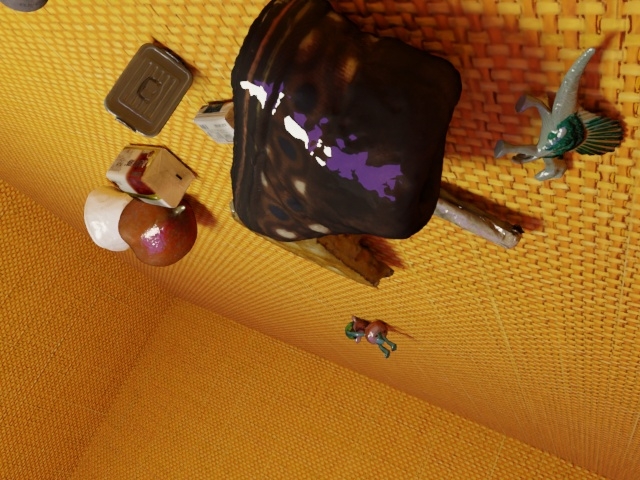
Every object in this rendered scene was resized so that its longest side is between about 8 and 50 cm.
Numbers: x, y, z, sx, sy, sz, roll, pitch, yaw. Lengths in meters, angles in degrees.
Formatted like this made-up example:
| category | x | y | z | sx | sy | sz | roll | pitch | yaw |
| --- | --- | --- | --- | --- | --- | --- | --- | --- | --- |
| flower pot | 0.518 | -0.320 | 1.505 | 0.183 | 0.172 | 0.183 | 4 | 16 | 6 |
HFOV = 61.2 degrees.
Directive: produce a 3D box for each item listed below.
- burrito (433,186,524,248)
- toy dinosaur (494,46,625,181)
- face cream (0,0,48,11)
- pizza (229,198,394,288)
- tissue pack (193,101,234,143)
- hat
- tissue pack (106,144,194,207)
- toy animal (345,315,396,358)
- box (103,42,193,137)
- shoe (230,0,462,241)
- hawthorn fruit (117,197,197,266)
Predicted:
| category | x | y | z | sx | sy | sz | roll | pitch | yaw |
| --- | --- | --- | --- | --- | --- | --- | --- | --- | --- |
| burrito | 0.193 | -0.036 | 0.736 | 0.171 | 0.042 | 0.051 | 29 | -167 | 11 |
| toy dinosaur | 0.235 | -0.104 | 0.510 | 0.106 | 0.044 | 0.187 | 16 | 151 | -9 |
| face cream | -0.320 | -0.338 | 0.586 | 0.073 | 0.073 | 0.283 | 36 | 160 | -25 |
| pizza | -0.019 | -0.001 | 1.080 | 0.268 | 0.087 | 0.258 | 14 | 162 | 39 |
| tissue pack | -0.144 | -0.179 | 0.828 | 0.083 | 0.042 | 0.062 | 10 | 154 | 44 |
| hat | -0.567 | -0.071 | 1.569 | 0.126 | 0.203 | 0.203 | -8 | 146 | 30 |
| tissue pack | -0.369 | -0.139 | 1.168 | 0.148 | 0.099 | 0.106 | 11 | 156 | 42 |
| toy animal | 0.139 | 0.283 | 1.617 | 0.103 | 0.100 | 0.208 | -7 | -167 | -27 |
| box | -0.246 | -0.210 | 0.776 | 0.084 | 0.122 | 0.069 | 35 | 173 | -18 |
| shoe | 0.025 | -0.086 | 0.633 | 0.237 | 0.171 | 0.384 | 30 | 155 | 5 |
| hawthorn fruit | -0.395 | -0.040 | 1.373 | 0.199 | 0.199 | 0.251 | 35 | 147 | -24 |
